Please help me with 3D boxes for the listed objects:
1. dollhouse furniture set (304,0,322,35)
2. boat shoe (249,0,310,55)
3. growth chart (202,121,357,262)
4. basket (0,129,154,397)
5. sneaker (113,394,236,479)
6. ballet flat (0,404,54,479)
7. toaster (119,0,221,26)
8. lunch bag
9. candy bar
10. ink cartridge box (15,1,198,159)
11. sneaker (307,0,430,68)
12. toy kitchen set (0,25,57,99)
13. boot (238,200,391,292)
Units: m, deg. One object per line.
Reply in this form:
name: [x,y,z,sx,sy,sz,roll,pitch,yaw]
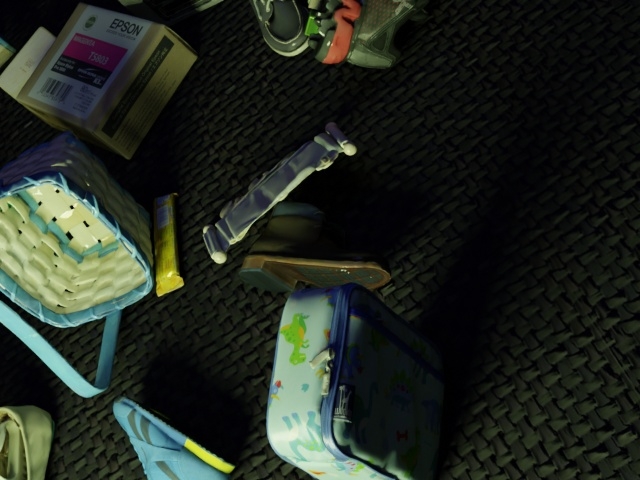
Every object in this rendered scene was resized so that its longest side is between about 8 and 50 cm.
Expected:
dollhouse furniture set: [0.017,-0.336,1.457,0.058,0.076,0.152,12,49,-7]
boat shoe: [-0.071,-0.336,1.509,0.075,0.065,0.206,-36,48,12]
growth chart: [-0.057,-0.063,1.317,0.237,0.021,0.172,-40,18,9]
basket: [-0.333,0.027,1.352,0.201,0.255,0.289,-26,32,18]
sneaker: [-0.186,0.245,1.228,0.209,0.069,0.082,25,83,42]
ballet flat: [-0.382,0.314,1.314,0.086,0.086,0.248,-23,52,22]
toaster: [-0.242,-0.426,1.617,0.185,0.168,0.110,-19,54,24]
lunch bag: [0.041,0.146,1.024,0.090,0.219,0.176,-8,58,31]
candy bar: [-0.205,0.000,1.427,0.040,0.018,0.161,-23,51,18]
ink cartridge box: [-0.328,-0.247,1.622,0.234,0.088,0.193,22,78,42]
sneaker: [0.084,-0.340,1.354,0.097,0.135,0.276,169,118,-77]
toy kitchen set: [-0.528,-0.330,1.835,0.207,0.166,0.122,39,89,7]
boot: [0.000,0.000,1.236,0.219,0.082,0.106,-1,61,41]
